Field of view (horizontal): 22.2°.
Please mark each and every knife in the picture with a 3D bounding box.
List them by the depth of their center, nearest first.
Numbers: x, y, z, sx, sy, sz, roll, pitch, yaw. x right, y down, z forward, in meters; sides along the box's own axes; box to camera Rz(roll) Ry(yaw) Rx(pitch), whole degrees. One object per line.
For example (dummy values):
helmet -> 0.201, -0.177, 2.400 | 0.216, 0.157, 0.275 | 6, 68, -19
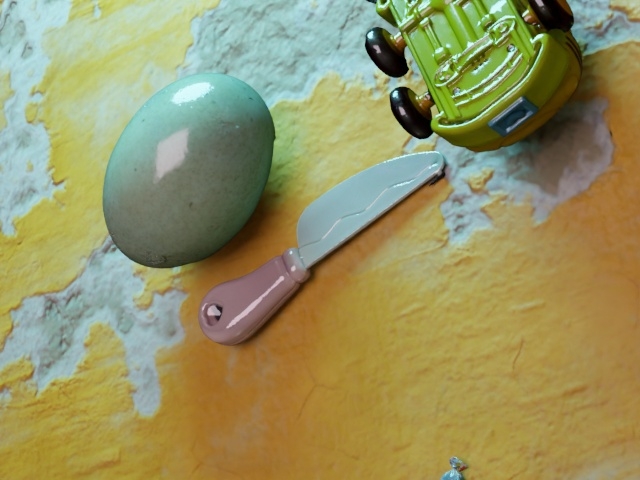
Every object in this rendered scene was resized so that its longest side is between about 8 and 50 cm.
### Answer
knife -> -0.002, -0.002, 1.772 | 0.336, 0.043, 0.081 | -38, 55, 15

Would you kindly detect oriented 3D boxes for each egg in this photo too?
egg -> -0.146, -0.075, 1.795 | 0.169, 0.169, 0.236 | 42, 111, 33

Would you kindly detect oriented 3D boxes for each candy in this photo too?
candy -> 0.130, 0.258, 1.625 | 0.030, 0.020, 0.083 | 14, 86, 36

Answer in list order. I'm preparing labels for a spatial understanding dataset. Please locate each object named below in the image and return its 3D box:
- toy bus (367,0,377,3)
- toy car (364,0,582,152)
toy bus -> 0.099, -0.320, 1.751 | 0.061, 0.051, 0.153 | 29, 97, 30
toy car -> 0.166, -0.194, 1.622 | 0.200, 0.142, 0.248 | -35, 53, 24
